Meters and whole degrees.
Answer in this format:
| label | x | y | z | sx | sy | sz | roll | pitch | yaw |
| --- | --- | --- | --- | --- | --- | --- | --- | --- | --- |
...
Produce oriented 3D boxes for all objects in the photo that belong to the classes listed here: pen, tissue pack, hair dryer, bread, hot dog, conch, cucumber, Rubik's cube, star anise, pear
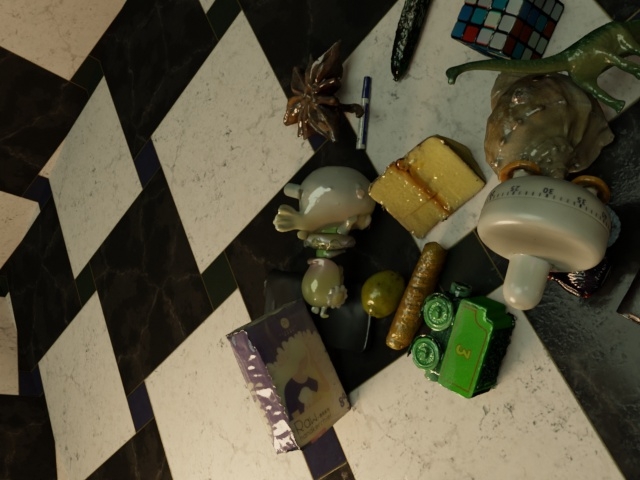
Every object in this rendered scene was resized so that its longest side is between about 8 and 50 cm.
| label | x | y | z | sx | sy | sz | roll | pitch | yaw |
| --- | --- | --- | --- | --- | --- | --- | --- | --- | --- |
| pen | 0.119 | -0.348 | 1.753 | 0.025 | 0.025 | 0.204 | 5 | 89 | 43 |
| tissue pack | -0.077 | 0.350 | 1.664 | 0.125 | 0.242 | 0.344 | -25 | 89 | 38 |
| hair dryer | -0.055 | -0.069 | 1.882 | 0.154 | 0.044 | 0.183 | 19 | 102 | 45 |
| bread | 0.241 | -0.127 | 1.512 | 0.240 | 0.178 | 0.135 | -41 | 59 | 31 |
| hot dog | 0.237 | 0.139 | 1.563 | 0.068 | 0.083 | 0.289 | 27 | 106 | 22 |
| conch | 0.456 | -0.251 | 1.299 | 0.263 | 0.186 | 0.324 | -9 | 70 | -2 |
| cucumber | 0.231 | -0.555 | 1.640 | 0.067 | 0.067 | 0.294 | 29 | 106 | 41 |
| Rubik's cube | 0.409 | -0.482 | 1.403 | 0.151 | 0.154 | 0.155 | 35 | 109 | 40 |
| star anise | 0.003 | -0.401 | 1.814 | 0.349 | 0.108 | 0.293 | -15 | 83 | 52 |
| pear | 0.158 | 0.132 | 1.609 | 0.107 | 0.107 | 0.131 | 29 | 86 | 41 |

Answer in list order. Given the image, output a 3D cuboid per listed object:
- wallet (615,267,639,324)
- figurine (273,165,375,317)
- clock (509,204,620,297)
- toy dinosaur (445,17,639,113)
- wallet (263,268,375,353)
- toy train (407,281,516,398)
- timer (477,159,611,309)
| label | x | y | z | sx | sy | sz | roll | pitch | yaw |
| --- | --- | --- | --- | --- | --- | --- | --- | --- | --- |
| wallet | 0.687 | 0.036 | 1.169 | 0.172 | 0.045 | 0.318 | 35 | 111 | 41 |
| figurine | 0.000 | 0.000 | 1.665 | 0.226 | 0.274 | 0.395 | 6 | 90 | 64 |
| clock | 0.507 | 0.001 | 1.305 | 0.195 | 0.100 | 0.194 | 32 | 106 | 39 |
| toy dinosaur | 0.487 | -0.381 | 1.224 | 0.300 | 0.087 | 0.447 | 36 | 74 | 24 |
| wallet | -0.012 | 0.194 | 1.778 | 0.377 | 0.051 | 0.197 | 7 | 90 | 35 |
| toy train | 0.319 | 0.223 | 1.443 | 0.188 | 0.132 | 0.243 | 21 | 103 | 38 |
| timer | 0.402 | -0.004 | 1.174 | 0.233 | 0.233 | 0.240 | 5 | 67 | 43 |
